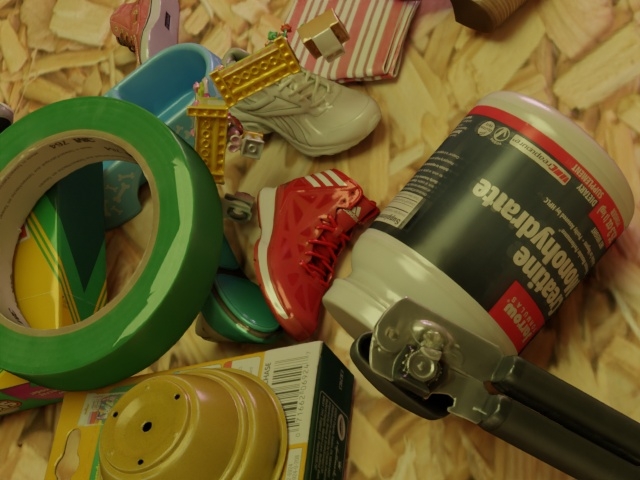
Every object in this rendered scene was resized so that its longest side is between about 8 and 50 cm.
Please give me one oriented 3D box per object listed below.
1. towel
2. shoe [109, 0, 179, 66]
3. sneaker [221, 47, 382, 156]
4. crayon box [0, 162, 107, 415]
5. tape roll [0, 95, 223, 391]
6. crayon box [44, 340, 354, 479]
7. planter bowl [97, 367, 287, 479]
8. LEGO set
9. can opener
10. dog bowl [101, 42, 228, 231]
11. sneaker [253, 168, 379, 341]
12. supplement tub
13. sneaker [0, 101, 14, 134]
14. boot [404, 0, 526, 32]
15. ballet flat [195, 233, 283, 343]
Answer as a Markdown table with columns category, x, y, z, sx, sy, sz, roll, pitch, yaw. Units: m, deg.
| category | x | y | z | sx | sy | sz | roll | pitch | yaw |
| --- | --- | --- | --- | --- | --- | --- | --- | --- | --- |
| towel | 0.027 | -0.250 | 1.815 | 0.197 | 0.029 | 0.144 | -2 | 56 | 36 |
| shoe | -0.243 | -0.274 | 1.993 | 0.081 | 0.063 | 0.178 | -20 | 42 | 22 |
| sneaker | -0.035 | -0.173 | 1.723 | 0.232 | 0.115 | 0.090 | 14 | 56 | 35 |
| crayon box | -0.434 | 0.060 | 1.773 | 0.363 | 0.106 | 0.313 | -16 | 65 | 24 |
| tape roll | -0.265 | 0.002 | 1.601 | 0.321 | 0.077 | 0.321 | -8 | 68 | 20 |
| crayon box | -0.131 | 0.231 | 1.502 | 0.323 | 0.083 | 0.203 | -12 | 51 | 26 |
| planter bowl | -0.147 | 0.198 | 1.415 | 0.217 | 0.090 | 0.217 | -18 | 49 | 22 |
| LEGO set | -0.084 | -0.166 | 1.676 | 0.287 | 0.132 | 0.107 | -60 | 18 | 22 |
| can opener | 0.161 | 0.144 | 1.284 | 0.076 | 0.283 | 0.095 | -65 | 10 | -23 |
| dog bowl | -0.230 | -0.138 | 1.865 | 0.297 | 0.074 | 0.166 | -38 | 44 | 4 |
| sneaker | 0.000 | 0.000 | 1.594 | 0.128 | 0.087 | 0.221 | -25 | 47 | 17 |
| supplement tub | 0.152 | 0.009 | 1.406 | 0.272 | 0.191 | 0.191 | -49 | 45 | -8 |
| sneaker | -0.500 | -0.103 | 2.026 | 0.215 | 0.084 | 0.083 | -46 | 57 | 0 |
| boot | 0.167 | -0.386 | 1.745 | 0.283 | 0.109 | 0.220 | 30 | 70 | 31 |
| ballet flat | -0.115 | 0.063 | 1.639 | 0.087 | 0.083 | 0.247 | -61 | 38 | 22 |
